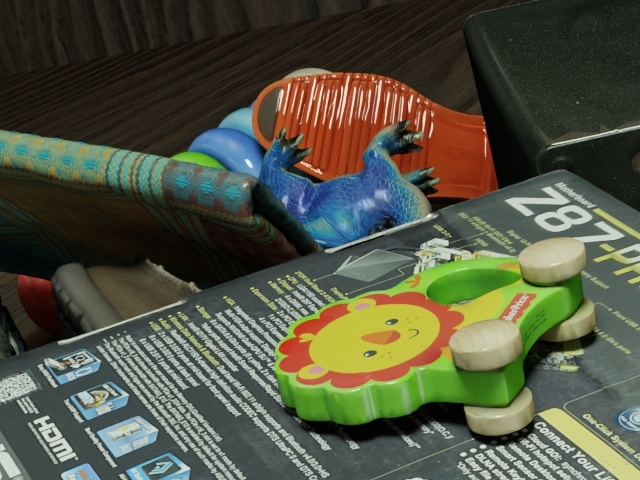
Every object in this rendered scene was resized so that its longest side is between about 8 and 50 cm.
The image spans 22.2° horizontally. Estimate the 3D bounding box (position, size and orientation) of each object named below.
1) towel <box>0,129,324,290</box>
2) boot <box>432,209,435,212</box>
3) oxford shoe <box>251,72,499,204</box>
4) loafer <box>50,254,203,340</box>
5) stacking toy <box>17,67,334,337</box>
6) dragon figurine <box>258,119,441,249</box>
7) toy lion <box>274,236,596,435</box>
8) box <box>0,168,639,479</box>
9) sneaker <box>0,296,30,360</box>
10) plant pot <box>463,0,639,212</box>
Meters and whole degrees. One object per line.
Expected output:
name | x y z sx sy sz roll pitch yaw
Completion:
towel | -0.157 -0.006 1.024 0.370 0.040 0.271 11 -16 25
boot | 0.062 0.007 1.227 0.099 0.045 0.121 -20 15 -36
oxford shoe | 0.078 -0.068 1.309 0.271 0.097 0.098 13 -7 0
loafer | -0.039 0.096 0.853 0.130 0.134 0.366 -16 25 -22
stacking toy | -0.099 -0.021 1.323 0.330 0.141 0.141 -30 21 -34
dragon figurine | 0.000 0.000 1.112 0.289 0.085 0.144 -3 47 20
toy lion | 0.036 0.033 0.567 0.096 0.034 0.100 1 27 31
box | 0.064 0.122 0.522 0.318 0.097 0.395 -21 32 -21
sneaker | -0.246 0.097 1.054 0.122 0.110 0.283 -29 12 -7
plant pot | 0.208 -0.053 1.074 0.188 0.187 0.167 -12 28 7
